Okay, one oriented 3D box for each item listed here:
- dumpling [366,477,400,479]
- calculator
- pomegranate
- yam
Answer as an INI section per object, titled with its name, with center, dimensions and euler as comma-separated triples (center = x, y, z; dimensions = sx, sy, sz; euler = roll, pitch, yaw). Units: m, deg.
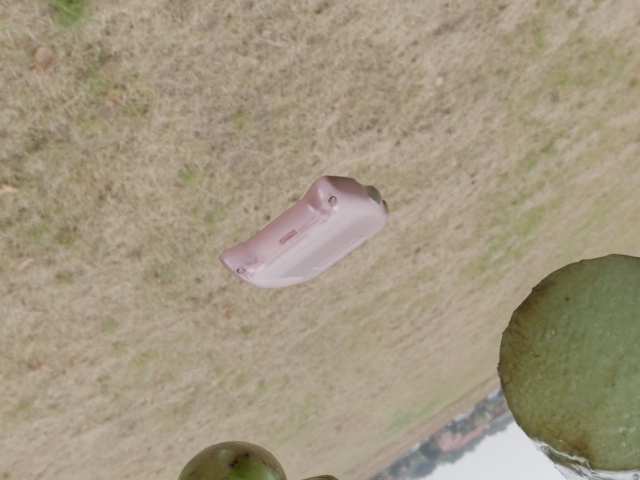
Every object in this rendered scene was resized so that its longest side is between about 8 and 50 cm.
[dumpling]
center = 0.064, 0.278, 0.515
dimensions = 0.118, 0.136, 0.199
euler = -71, 180, -56
[calculator]
center = 0.000, 0.000, 0.858
dimensions = 0.220, 0.048, 0.330
euler = -38, 166, 12
[pomegranate]
center = -0.107, 0.361, 0.837
dimensions = 0.241, 0.159, 0.190
euler = -24, 155, 38
[yam]
center = 0.254, 0.140, 0.487
dimensions = 0.161, 0.161, 0.268
euler = -37, 134, 10
